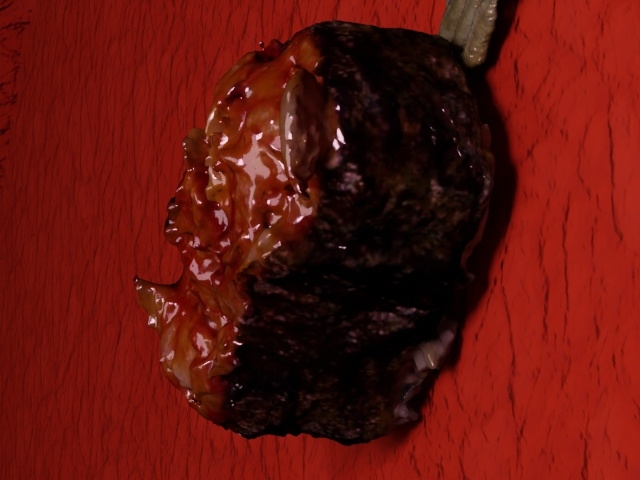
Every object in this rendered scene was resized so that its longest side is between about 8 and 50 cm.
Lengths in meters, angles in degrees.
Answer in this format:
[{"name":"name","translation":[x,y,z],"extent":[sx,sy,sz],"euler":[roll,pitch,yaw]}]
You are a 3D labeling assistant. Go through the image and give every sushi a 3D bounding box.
[{"name":"sushi","translation":[0.000,0.000,1.311],"extent":[0.343,0.182,0.196],"euler":[108,149,-44]}]

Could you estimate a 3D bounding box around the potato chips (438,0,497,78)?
[{"name":"potato chips","translation":[0.112,-0.184,1.261],"extent":[0.207,0.028,0.092],"euler":[112,153,-45]}]
